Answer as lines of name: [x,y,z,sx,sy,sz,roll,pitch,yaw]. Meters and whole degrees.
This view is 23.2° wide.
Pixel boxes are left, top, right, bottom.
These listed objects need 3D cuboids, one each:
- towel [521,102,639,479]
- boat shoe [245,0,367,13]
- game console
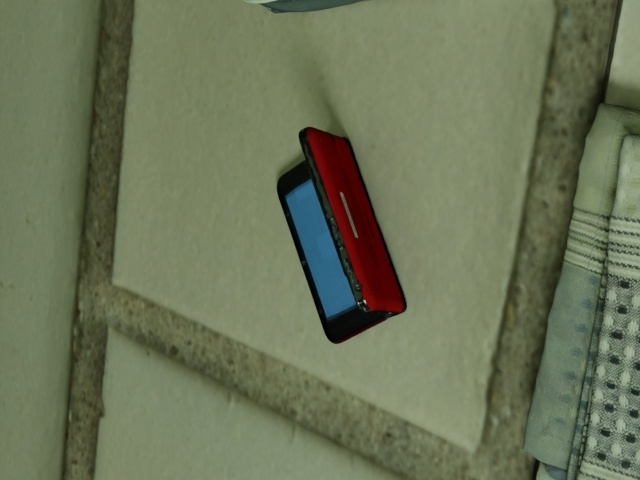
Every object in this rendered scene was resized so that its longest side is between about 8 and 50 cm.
towel: [0.262,0.098,0.936,0.324,0.056,0.312,21,111,43]
boat shoe: [0.043,-0.221,1.079,0.319,0.099,0.116,-7,91,46]
game console: [0.000,0.000,1.174,0.085,0.124,0.144,-23,79,18]
